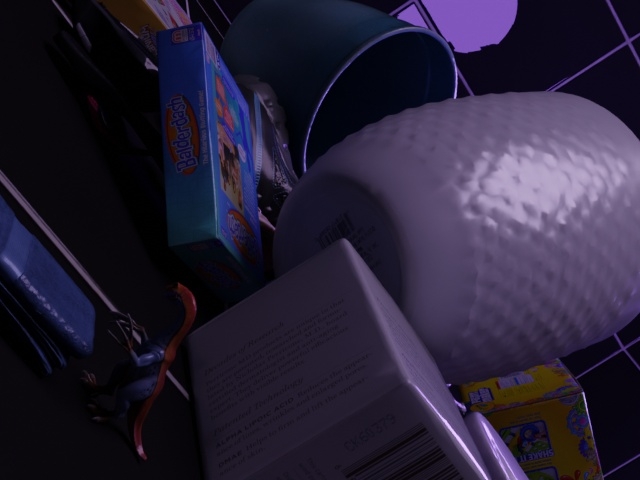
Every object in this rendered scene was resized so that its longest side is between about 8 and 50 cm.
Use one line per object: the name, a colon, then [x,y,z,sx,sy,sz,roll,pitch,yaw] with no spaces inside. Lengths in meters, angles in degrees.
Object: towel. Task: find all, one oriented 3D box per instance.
towel: [-0.165,0.012,0.559,0.119,0.029,0.067,54,7,-22]

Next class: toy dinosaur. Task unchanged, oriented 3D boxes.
toy dinosaur: [-0.094,0.064,0.593,0.090,0.082,0.047,54,7,-35]

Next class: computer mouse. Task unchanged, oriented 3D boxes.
computer mouse: [-0.201,-0.179,1.121,0.262,0.060,0.184,47,3,39]

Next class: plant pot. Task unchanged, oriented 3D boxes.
plant pot: [0.003,-0.214,1.473,0.255,0.271,0.271,38,-6,36]

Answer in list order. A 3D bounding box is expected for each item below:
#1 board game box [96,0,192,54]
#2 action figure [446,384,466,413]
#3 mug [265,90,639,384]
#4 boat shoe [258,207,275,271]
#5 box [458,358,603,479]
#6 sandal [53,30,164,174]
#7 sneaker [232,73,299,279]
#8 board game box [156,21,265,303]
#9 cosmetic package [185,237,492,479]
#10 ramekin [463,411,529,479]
board game box: [-0.239,-0.303,1.394,0.316,0.064,0.242,49,10,-51]
action figure: [0.155,0.195,1.520,0.141,0.164,0.276,20,10,-17]
mug: [0.097,0.016,1.052,0.328,0.374,0.276,-11,81,-44]
boat shoe: [-0.091,-0.026,1.156,0.170,0.063,0.059,49,16,-49]
box: [0.333,0.353,1.658,0.290,0.177,0.279,-41,117,-84]
sandal: [-0.192,-0.116,0.977,0.179,0.040,0.067,48,0,12]
sneaker: [-0.070,-0.035,1.286,0.139,0.125,0.341,-22,81,-56]
board game box: [-0.099,-0.066,0.976,0.160,0.047,0.210,61,20,-65]
cosmetic package: [0.011,0.129,0.766,0.151,0.151,0.184,54,7,-30]
ramekin: [0.206,0.351,1.278,0.273,0.127,0.273,57,6,-9]
